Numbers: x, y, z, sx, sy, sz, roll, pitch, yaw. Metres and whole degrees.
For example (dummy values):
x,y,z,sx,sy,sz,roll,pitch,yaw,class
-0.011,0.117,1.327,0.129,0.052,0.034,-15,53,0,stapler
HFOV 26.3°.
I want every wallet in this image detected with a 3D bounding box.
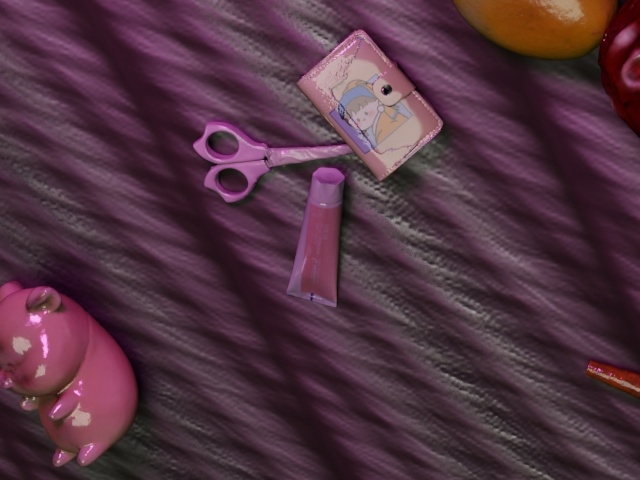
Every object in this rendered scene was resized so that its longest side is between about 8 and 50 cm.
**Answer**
x,y,z,sx,sy,sz,roll,pitch,yaw,class
0.060,-0.160,1.615,0.110,0.039,0.155,-40,97,16,wallet

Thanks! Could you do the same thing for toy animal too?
x,y,z,sx,sy,sz,roll,pitch,yaw,class
-0.338,0.168,1.807,0.166,0.154,0.250,-11,117,42,toy animal

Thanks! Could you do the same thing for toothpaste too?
x,y,z,sx,sy,sz,roll,pitch,yaw,class
0.000,0.000,1.712,0.067,0.043,0.194,14,126,7,toothpaste

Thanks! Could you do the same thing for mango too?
x,y,z,sx,sy,sz,roll,pitch,yaw,class
0.229,-0.266,1.501,0.195,0.092,0.130,26,131,-3,mango

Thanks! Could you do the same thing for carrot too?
x,y,z,sx,sy,sz,roll,pitch,yaw,class
0.375,0.173,1.700,0.093,0.032,0.032,22,117,9,carrot

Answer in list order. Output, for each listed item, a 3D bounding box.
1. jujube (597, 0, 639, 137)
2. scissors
x,y,z,sx,sy,sz,roll,pitch,yaw,class
0.468,-0.221,1.382,0.377,0.258,0.258,-34,102,20,jujube
-0.051,-0.104,1.686,0.212,0.021,0.110,-6,118,16,scissors
